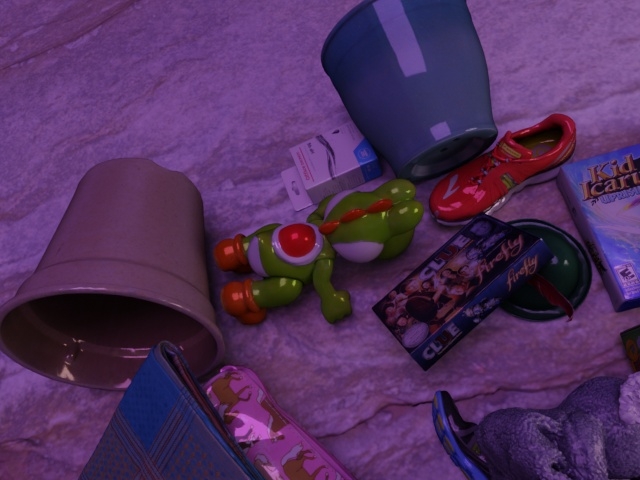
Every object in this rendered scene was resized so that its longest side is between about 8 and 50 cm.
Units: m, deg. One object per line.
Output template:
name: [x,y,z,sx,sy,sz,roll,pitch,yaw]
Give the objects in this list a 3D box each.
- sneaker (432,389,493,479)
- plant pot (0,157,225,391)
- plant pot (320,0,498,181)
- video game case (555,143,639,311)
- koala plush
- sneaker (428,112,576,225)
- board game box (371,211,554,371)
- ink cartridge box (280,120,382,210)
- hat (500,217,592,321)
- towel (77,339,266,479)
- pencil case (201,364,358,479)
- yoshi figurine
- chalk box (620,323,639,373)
sneaker: [0.226,0.294,0.800,0.078,0.067,0.188,-31,64,-14]
plant pot: [-0.318,0.042,0.939,0.333,0.334,0.306,-10,52,10]
plant pot: [0.169,-0.250,0.966,0.271,0.272,0.255,-21,76,5]
video game case: [0.546,-0.043,0.869,0.269,0.061,0.244,-16,61,7]
koala plush: [0.332,0.249,0.699,0.221,0.196,0.203,-34,69,-19]
sneaker: [0.299,-0.129,0.942,0.279,0.118,0.107,-31,61,-1]
board game box: [0.204,0.068,0.854,0.243,0.042,0.165,-42,22,-1]
ink cartridge box: [0.012,-0.140,1.057,0.180,0.060,0.104,-24,62,3]
hat: [0.330,0.017,0.828,0.173,0.183,0.208,-39,62,-6]
towel: [-0.233,0.361,0.801,0.271,0.040,0.370,45,116,28]
pencil case: [-0.044,0.346,0.790,0.386,0.160,0.167,36,53,27]
yoshi figurine: [0.014,0.015,0.953,0.362,0.204,0.203,-23,20,19]
chalk box: [0.494,0.154,0.734,0.132,0.132,0.213,-16,70,7]
